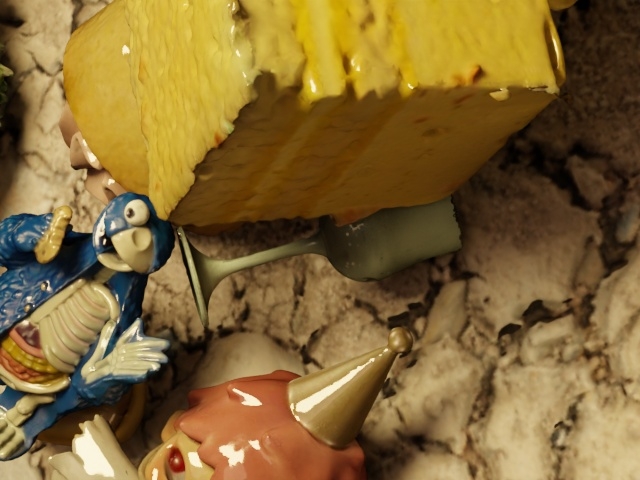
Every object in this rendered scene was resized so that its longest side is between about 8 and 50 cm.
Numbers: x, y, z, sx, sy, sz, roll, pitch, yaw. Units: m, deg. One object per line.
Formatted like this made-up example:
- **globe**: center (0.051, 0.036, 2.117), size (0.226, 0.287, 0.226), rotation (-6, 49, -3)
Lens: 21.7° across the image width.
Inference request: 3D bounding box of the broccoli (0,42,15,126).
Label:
- **broccoli**: center (-0.447, -0.113, 1.351), size (0.353, 0.397, 0.274), rotation (40, 125, 26)

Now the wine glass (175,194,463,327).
- **wine glass**: center (0.000, 0.000, 1.192), size (0.196, 0.079, 0.079), rotation (-15, 69, -7)

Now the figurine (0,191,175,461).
- **figurine**: center (-0.179, 0.050, 1.229), size (0.262, 0.121, 0.164), rotation (-30, 77, 43)

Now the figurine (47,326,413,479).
- **figurine**: center (-0.077, 0.191, 1.186), size (0.387, 0.166, 0.207), rotation (-32, 82, 24)

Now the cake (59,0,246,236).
- **cake**: center (-0.108, -0.084, 1.257), size (0.178, 0.208, 0.185), rotation (-46, 22, 37)

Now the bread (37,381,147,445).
- **bread**: center (-0.188, 0.126, 1.326), size (0.115, 0.056, 0.082), rotation (-3, 67, 25)

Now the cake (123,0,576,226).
- **cake**: center (0.036, -0.147, 1.078), size (0.227, 0.286, 0.222), rotation (138, 125, -63)
